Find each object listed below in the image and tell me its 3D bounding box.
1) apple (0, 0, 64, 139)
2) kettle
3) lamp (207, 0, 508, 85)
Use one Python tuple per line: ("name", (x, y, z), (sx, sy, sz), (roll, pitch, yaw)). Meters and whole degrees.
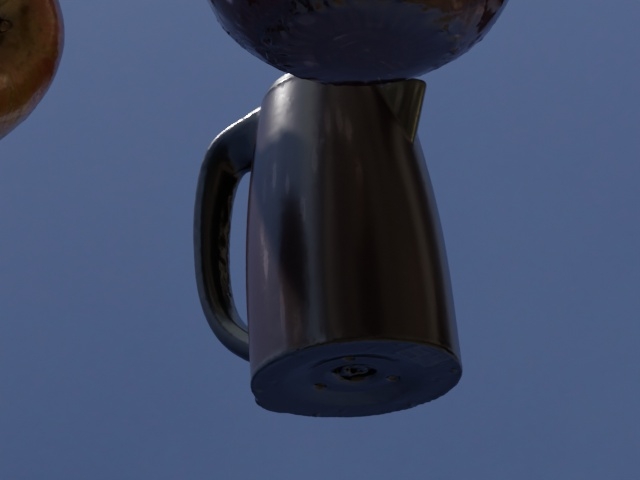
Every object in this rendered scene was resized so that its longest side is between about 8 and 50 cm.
("apple", (-0.268, -0.129, 1.174), (0.199, 0.199, 0.199), (17, -114, -42))
("kettle", (0.000, 0.000, 1.311), (0.144, 0.202, 0.232), (25, -128, -44))
("lamp", (0.018, -0.148, 0.891), (0.157, 0.156, 0.135), (7, -115, -21))
